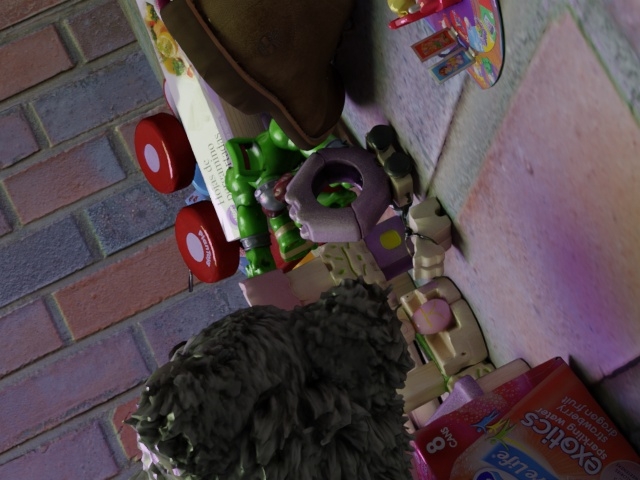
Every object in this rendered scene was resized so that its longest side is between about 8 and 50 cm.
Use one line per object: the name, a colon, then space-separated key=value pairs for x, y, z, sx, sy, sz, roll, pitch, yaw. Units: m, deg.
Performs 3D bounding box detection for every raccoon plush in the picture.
raccoon plush: x=0.063 y=0.217 z=0.633 sx=0.446 sy=0.216 sz=0.299 roll=30 pitch=137 yaw=20

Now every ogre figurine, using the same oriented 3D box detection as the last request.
ogre figurine: x=-0.036 y=-0.057 z=1.140 sx=0.118 sy=0.097 sz=0.197 roll=62 pitch=155 yaw=17

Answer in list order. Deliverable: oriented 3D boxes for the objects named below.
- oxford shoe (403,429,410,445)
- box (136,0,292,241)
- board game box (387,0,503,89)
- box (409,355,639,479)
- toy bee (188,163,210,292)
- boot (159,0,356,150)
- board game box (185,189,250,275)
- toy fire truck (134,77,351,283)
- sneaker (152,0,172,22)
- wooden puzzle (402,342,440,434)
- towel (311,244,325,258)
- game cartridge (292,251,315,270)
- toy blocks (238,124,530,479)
oxford shoe: x=0.119 y=0.385 z=1.324 sx=0.130 sy=0.123 sz=0.348 roll=165 pitch=80 yaw=-83
box: x=-0.119 y=-0.161 z=1.255 sx=0.067 sy=0.063 sz=0.324 roll=-19 pitch=-93 yaw=-56
board game box: x=0.046 y=-0.158 z=0.648 sx=0.169 sy=0.033 sz=0.133 roll=58 pitch=171 yaw=36
box: x=0.156 y=0.217 z=0.806 sx=0.128 sy=0.122 sz=0.257 roll=58 pitch=170 yaw=39
toy bee: x=-0.109 y=-0.090 z=1.639 sx=0.195 sy=0.162 sz=0.298 roll=-107 pitch=18 yaw=-68
boot: x=-0.011 y=-0.149 z=0.886 sx=0.112 sy=0.115 sz=0.305 roll=55 pitch=-171 yaw=9
board game box: x=-0.131 y=0.009 z=1.865 sx=0.160 sy=0.039 sz=0.211 roll=43 pitch=-178 yaw=-30
toy fire truck: x=-0.083 y=-0.105 z=1.370 sx=0.302 sy=0.169 sz=0.254 roll=63 pitch=148 yaw=10
sneaker: x=-0.112 y=-0.248 z=1.123 sx=0.103 sy=0.111 sz=0.252 roll=64 pitch=176 yaw=1
wooden puzzle: x=0.088 y=0.149 z=1.405 sx=0.221 sy=0.044 sz=0.238 roll=66 pitch=168 yaw=-15
towel: x=0.000 y=0.000 z=1.540 sx=0.148 sy=0.027 sz=0.110 roll=55 pitch=169 yaw=45
game cartridge: x=-0.027 y=0.047 z=1.833 sx=0.324 sy=0.052 sz=0.285 roll=58 pitch=171 yaw=26
toy blocks: x=0.010 y=0.127 z=0.989 sx=0.289 sy=0.260 sz=0.309 roll=61 pitch=172 yaw=27
